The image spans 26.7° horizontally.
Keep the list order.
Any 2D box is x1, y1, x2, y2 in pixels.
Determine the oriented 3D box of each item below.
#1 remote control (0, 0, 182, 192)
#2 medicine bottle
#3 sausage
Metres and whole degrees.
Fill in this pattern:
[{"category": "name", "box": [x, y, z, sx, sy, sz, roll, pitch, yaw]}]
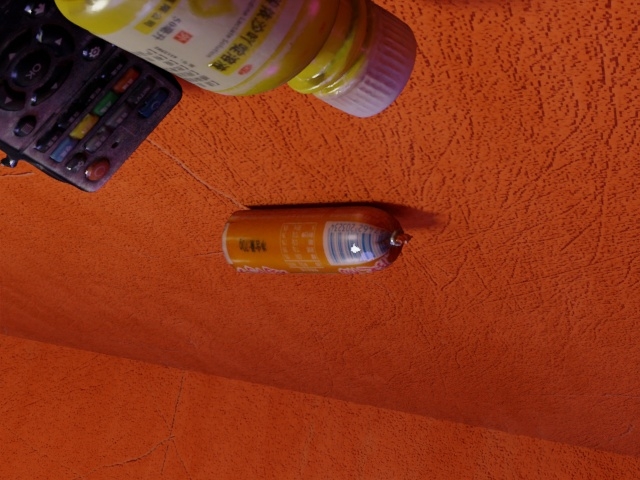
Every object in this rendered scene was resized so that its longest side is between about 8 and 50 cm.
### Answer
[{"category": "remote control", "box": [-0.240, -0.143, 0.962, 0.062, 0.144, 0.399, 45, -177, 27]}, {"category": "medicine bottle", "box": [-0.040, -0.142, 0.794, 0.212, 0.122, 0.121, 24, 162, -36]}, {"category": "sausage", "box": [0.000, 0.000, 1.397, 0.234, 0.071, 0.071, 0, 160, 44]}]
